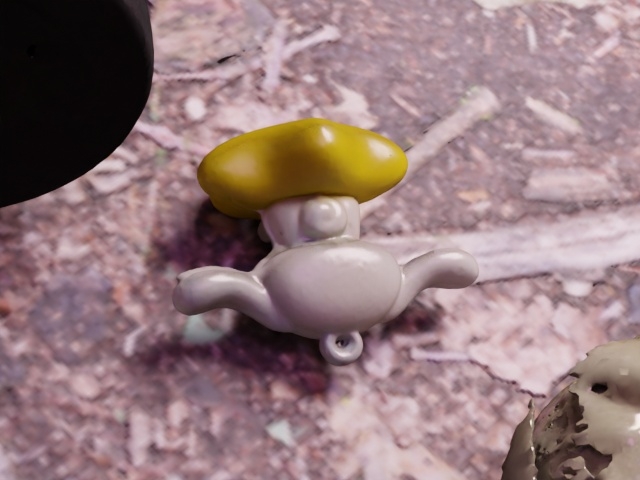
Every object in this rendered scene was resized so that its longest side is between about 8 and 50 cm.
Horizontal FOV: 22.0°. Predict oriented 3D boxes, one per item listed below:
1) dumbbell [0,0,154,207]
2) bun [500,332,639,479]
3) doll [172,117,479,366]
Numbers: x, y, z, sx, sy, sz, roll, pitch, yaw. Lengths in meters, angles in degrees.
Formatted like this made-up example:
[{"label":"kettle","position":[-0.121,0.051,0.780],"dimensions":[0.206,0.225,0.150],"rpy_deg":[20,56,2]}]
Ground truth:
[{"label":"dumbbell","position":[-0.180,-0.173,0.722],"dimensions":[0.185,0.185,0.388],"rpy_deg":[-1,56,-17]},{"label":"bun","position":[0.184,0.124,0.642],"dimensions":[0.239,0.141,0.239],"rpy_deg":[6,57,-10]},{"label":"doll","position":[0.007,-0.001,0.731],"dimensions":[0.135,0.071,0.113],"rpy_deg":[17,61,-10]}]
